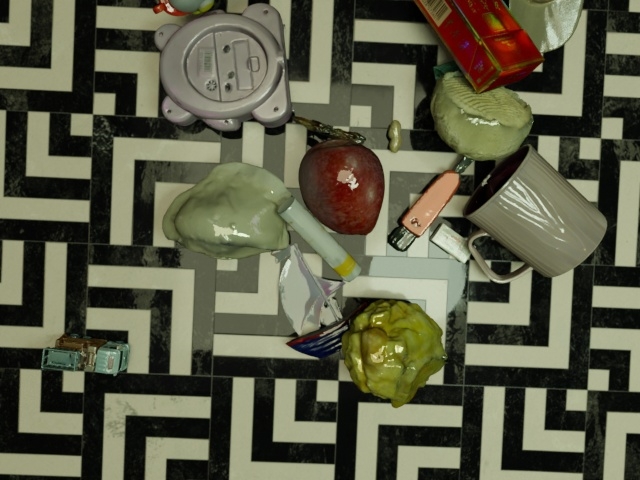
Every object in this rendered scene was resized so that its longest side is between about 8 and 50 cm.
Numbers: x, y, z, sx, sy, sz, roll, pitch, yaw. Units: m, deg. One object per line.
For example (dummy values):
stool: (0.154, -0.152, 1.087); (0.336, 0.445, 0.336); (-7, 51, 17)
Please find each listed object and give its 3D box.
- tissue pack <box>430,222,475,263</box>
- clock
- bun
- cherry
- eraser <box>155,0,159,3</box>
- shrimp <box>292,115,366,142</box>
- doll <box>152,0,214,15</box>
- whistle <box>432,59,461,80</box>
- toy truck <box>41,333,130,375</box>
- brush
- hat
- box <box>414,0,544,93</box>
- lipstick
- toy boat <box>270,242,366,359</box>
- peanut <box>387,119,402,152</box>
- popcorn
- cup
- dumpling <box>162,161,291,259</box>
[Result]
tissue pack: (0.345, 0.007, 1.329); (0.108, 0.023, 0.056); (37, 90, -2)
clock: (-0.238, -0.421, 1.266); (0.321, 0.113, 0.296); (-6, 91, 1)
bun: (0.378, -0.293, 1.242); (0.259, 0.260, 0.152); (18, 132, -1)
cherry: (0.048, -0.122, 1.223); (0.205, 0.239, 0.240); (-1, 91, -21)
eraser: (-0.433, -0.726, 1.284); (0.095, 0.052, 0.225); (-29, 91, -3)
shrimp: (0.023, -0.272, 1.257); (0.195, 0.148, 0.035); (17, 99, -3)
doll: (-0.256, -0.623, 1.212); (0.336, 0.199, 0.106); (-40, 125, -19)
whistle: (0.382, -0.459, 1.313); (0.186, 0.039, 0.039); (-18, 92, 0)
toy truck: (-0.581, 0.290, 1.272); (0.177, 0.115, 0.080); (7, 91, -3)
brush: (0.296, -0.104, 1.316); (0.070, 0.051, 0.323); (41, 93, 5)
hat: (0.544, -0.620, 1.302); (0.214, 0.149, 0.245); (-4, 127, -9)
box: (0.372, -0.515, 1.215); (0.197, 0.089, 0.314); (-25, 80, -36)
lipstick: (0.000, 0.000, 1.258); (0.059, 0.059, 0.264); (-44, 115, 0)
toy boat: (-0.035, 0.168, 1.307); (0.318, 0.072, 0.219); (39, 87, 2)
peanut: (0.194, -0.268, 1.314); (0.037, 0.037, 0.084); (-1, 89, -1)
popcorn: (0.181, 0.267, 1.223); (0.286, 0.215, 0.252); (-12, 102, -39)
cup: (0.498, -0.043, 1.236); (0.273, 0.208, 0.288); (39, 81, -3)
dumpling: (-0.224, -0.075, 1.233); (0.317, 0.187, 0.243); (9, 90, -5)
